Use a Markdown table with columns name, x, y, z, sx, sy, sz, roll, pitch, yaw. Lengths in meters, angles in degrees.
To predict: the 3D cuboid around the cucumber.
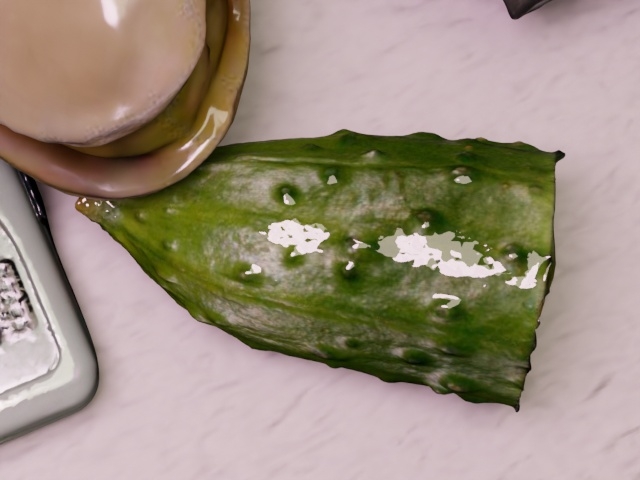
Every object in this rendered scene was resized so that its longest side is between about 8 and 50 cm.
| name | x | y | z | sx | sy | sz | roll | pitch | yaw |
| --- | --- | --- | --- | --- | --- | --- | --- | --- | --- |
| cucumber | 0.000 | 0.003 | 0.919 | 0.244 | 0.134 | 0.134 | 11 | 76 | 2 |

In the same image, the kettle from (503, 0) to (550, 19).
| name | x | y | z | sx | sy | sz | roll | pitch | yaw |
| --- | --- | --- | --- | --- | --- | --- | --- | --- | --- |
| kettle | 0.144 | -0.295 | 0.937 | 0.342 | 0.247 | 0.319 | -20 | 90 | 3 |

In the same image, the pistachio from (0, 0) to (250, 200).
| name | x | y | z | sx | sy | sz | roll | pitch | yaw |
| --- | --- | --- | --- | --- | --- | --- | --- | --- | --- |
| pistachio | -0.136 | -0.155 | 0.890 | 0.197 | 0.166 | 0.288 | -23 | 61 | 6 |

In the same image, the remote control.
| name | x | y | z | sx | sy | sz | roll | pitch | yaw |
| --- | --- | --- | --- | --- | --- | --- | --- | --- | --- |
| remote control | -0.222 | -0.031 | 0.940 | 0.140 | 0.056 | 0.296 | -21 | 79 | -11 |
